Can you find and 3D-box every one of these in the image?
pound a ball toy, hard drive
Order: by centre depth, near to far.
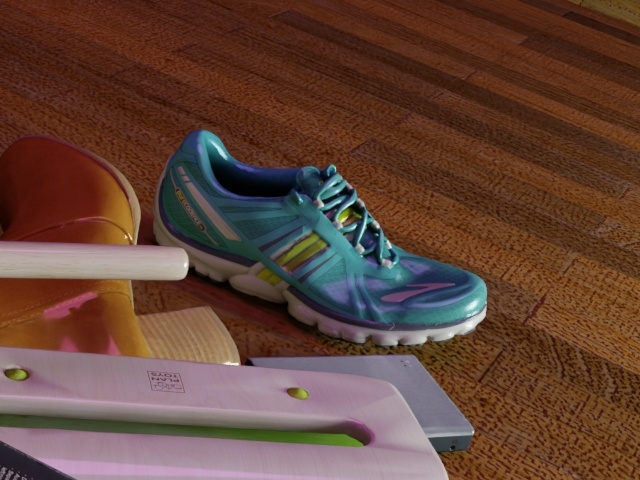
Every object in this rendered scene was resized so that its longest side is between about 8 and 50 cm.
[{"bbox_3d":[-0.095,0.107,0.618,0.319,0.208,0.136,7,27,-21],"label":"pound a ball toy"},{"bbox_3d":[0.025,0.112,0.896,0.135,0.022,0.094,1,30,-29],"label":"hard drive"}]

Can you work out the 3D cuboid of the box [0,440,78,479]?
[{"bbox_3d":[-0.142,0.199,0.384,0.242,0.076,0.307,30,42,-13],"label":"box"}]

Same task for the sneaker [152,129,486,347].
[{"bbox_3d":[0.000,0.000,1.006,0.275,0.110,0.107,21,26,7],"label":"sneaker"}]

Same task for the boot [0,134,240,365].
[{"bbox_3d":[-0.207,0.025,0.836,0.211,0.104,0.295,-8,39,-42],"label":"boot"}]
